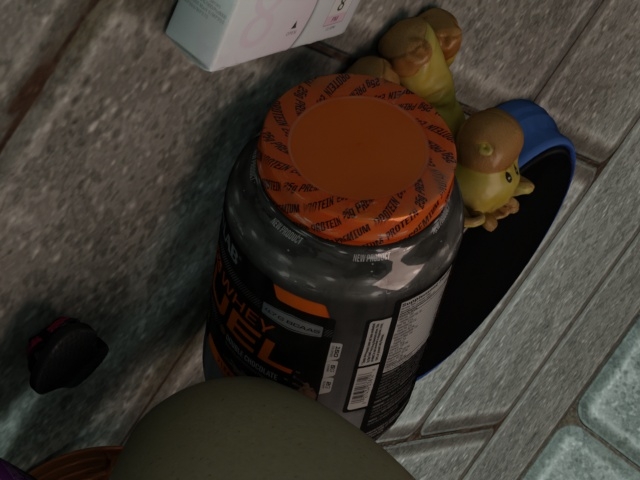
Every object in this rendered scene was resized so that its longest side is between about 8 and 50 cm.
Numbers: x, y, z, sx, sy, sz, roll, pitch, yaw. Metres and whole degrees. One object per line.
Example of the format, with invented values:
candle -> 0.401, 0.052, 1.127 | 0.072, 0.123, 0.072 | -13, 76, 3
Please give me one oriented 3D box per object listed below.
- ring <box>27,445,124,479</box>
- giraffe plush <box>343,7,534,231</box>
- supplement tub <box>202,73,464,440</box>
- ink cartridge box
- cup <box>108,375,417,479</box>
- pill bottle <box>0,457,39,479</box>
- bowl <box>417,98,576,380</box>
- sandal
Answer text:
ring -> -0.150, 0.331, 1.534 | 0.336, 0.336, 0.032 | -33, 171, -43
giraffe plush -> 0.116, -0.090, 1.637 | 0.181, 0.170, 0.210 | -44, 159, -25
supplement tub -> 0.009, 0.025, 1.542 | 0.207, 0.207, 0.338 | -39, 156, -33
ink cartridge box -> -0.004, -0.244, 1.273 | 0.189, 0.066, 0.232 | -24, 150, -53
cup -> -0.058, 0.254, 1.444 | 0.331, 0.237, 0.331 | -12, 134, -13
pill bottle -> -0.285, 0.235, 1.276 | 0.181, 0.181, 0.323 | -50, 160, -8
bowl -> 0.167, 0.013, 2.082 | 0.391, 0.077, 0.391 | -44, 160, -21
sandal -> -0.212, 0.091, 1.421 | 0.067, 0.040, 0.179 | -45, 175, -5
